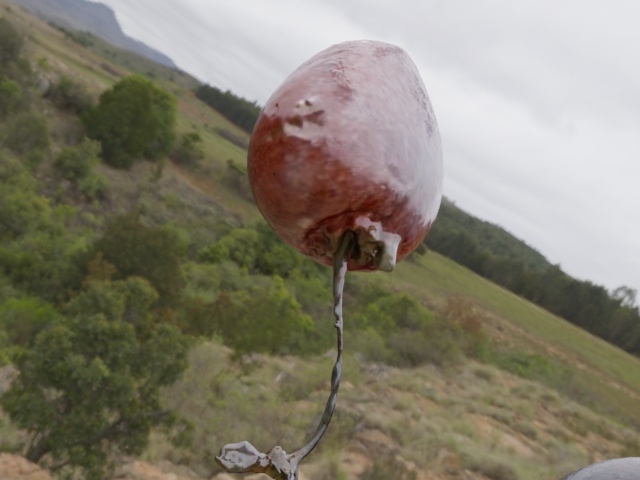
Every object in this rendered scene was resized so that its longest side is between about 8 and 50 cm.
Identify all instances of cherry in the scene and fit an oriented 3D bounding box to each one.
[{"bbox_3d":[0.000,0.000,0.339,0.090,0.225,0.107,7,-24,29],"label":"cherry"}]

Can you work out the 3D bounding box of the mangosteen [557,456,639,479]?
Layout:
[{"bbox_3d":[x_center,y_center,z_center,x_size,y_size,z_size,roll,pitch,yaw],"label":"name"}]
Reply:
[{"bbox_3d":[0.169,0.230,0.398,0.194,0.231,0.194,52,9,-12],"label":"mangosteen"}]
